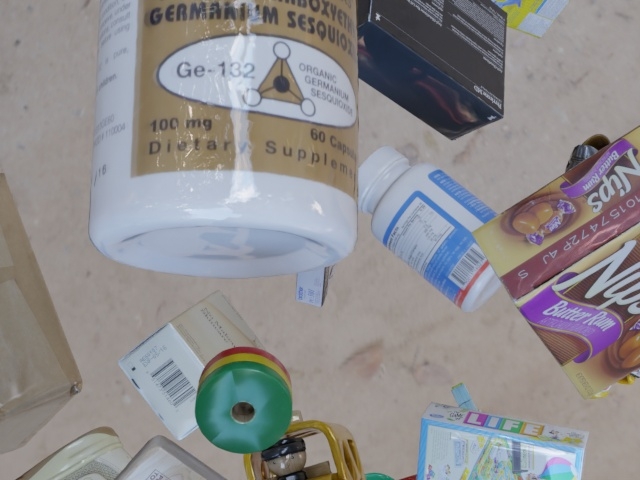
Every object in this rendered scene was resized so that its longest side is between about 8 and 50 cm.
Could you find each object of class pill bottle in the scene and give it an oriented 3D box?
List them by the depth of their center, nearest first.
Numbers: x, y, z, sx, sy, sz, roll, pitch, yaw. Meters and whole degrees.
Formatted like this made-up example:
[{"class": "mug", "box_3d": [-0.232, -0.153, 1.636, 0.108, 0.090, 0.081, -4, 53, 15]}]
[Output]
[{"class": "pill bottle", "box_3d": [-0.046, -0.104, 0.556, 0.131, 0.131, 0.229, 2, 76, -7]}, {"class": "pill bottle", "box_3d": [0.143, -0.021, 1.403, 0.221, 0.124, 0.124, 41, 112, 18]}]

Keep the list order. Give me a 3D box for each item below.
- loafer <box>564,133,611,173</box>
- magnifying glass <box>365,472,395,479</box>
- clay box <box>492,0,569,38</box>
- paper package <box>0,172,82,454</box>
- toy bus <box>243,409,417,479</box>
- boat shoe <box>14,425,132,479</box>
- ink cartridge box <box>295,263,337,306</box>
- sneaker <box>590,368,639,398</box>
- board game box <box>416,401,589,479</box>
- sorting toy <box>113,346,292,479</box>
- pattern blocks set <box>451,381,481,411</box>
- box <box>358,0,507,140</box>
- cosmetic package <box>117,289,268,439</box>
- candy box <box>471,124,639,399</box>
[{"class": "loafer", "box_3d": [0.307, -0.085, 1.198, 0.062, 0.170, 0.061, 8, 107, 21]}, {"class": "magnifying glass", "box_3d": [0.116, 0.439, 1.613, 0.092, 0.231, 0.026, -23, 141, -17]}, {"class": "clay box", "box_3d": [0.292, -0.414, 1.752, 0.222, 0.053, 0.127, 15, 134, -24]}, {"class": "paper package", "box_3d": [-0.484, 0.121, 1.472, 0.168, 0.325, 0.309, -15, 164, -36]}, {"class": "toy bus", "box_3d": [-0.020, 0.209, 1.000, 0.190, 0.104, 0.202, -6, 162, -38]}, {"class": "boat shoe", "box_3d": [-0.312, 0.310, 1.111, 0.302, 0.098, 0.109, -32, 162, -26]}, {"class": "ink cartridge box", "box_3d": [0.000, 0.000, 1.622, 0.046, 0.097, 0.207, 15, 143, 8]}, {"class": "sneaker", "box_3d": [0.416, 0.150, 1.537, 0.225, 0.088, 0.093, -25, 96, -37]}, {"class": "board game box", "box_3d": [0.112, 0.189, 0.714, 0.103, 0.026, 0.154, 9, 108, 18]}, {"class": "sorting toy", "box_3d": [-0.077, 0.180, 0.570, 0.132, 0.046, 0.274, 38, 104, -15]}, {"class": "pattern blocks set", "box_3d": [0.238, 0.304, 1.368, 0.026, 0.285, 0.325, -28, 156, 4]}, {"class": "box", "box_3d": [0.131, -0.279, 1.474, 0.261, 0.184, 0.103, 29, 143, -34]}, {"class": "cosmetic package", "box_3d": [-0.197, 0.195, 1.798, 0.113, 0.309, 0.160, -38, 91, 12]}, {"class": "candy box", "box_3d": [0.167, 0.020, 0.631, 0.109, 0.053, 0.187, -33, 148, 8]}]
